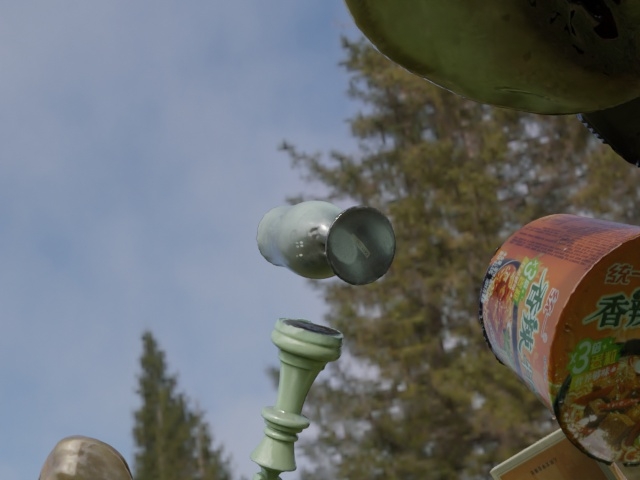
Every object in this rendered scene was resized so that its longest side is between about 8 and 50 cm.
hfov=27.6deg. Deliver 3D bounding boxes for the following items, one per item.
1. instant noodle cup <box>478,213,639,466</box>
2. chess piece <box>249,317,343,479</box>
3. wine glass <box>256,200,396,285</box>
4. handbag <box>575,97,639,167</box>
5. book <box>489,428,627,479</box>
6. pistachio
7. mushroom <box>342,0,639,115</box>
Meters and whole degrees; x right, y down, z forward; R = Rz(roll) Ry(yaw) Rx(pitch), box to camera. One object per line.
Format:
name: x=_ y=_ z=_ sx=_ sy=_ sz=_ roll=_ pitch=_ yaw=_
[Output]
instant noodle cup: x=0.269 y=0.077 z=1.248 sx=0.230 sy=0.230 sz=0.182 roll=2 pitch=14 yaw=-25
chess piece: x=-0.028 y=0.138 z=1.045 sx=0.059 sy=0.149 sz=0.059 roll=16 pitch=3 yaw=-1
wine glass: x=0.000 y=0.000 z=1.498 sx=0.093 sy=0.093 sz=0.202 roll=4 pitch=0 yaw=-27
handbag: x=0.281 y=-0.220 z=1.114 sx=0.244 sy=0.088 sz=0.275 roll=-39 pitch=-69 yaw=22
book: x=0.306 y=0.330 z=1.453 sx=0.018 sy=0.241 sz=0.170 roll=-25 pitch=-13 yaw=-41
pistachio: x=-0.269 y=0.311 z=1.545 sx=0.124 sy=0.124 sz=0.185 roll=-20 pitch=-58 yaw=21
mushroom: x=0.170 y=-0.224 z=0.917 sx=0.292 sy=0.217 sz=0.212 roll=-7 pitch=-45 yaw=17
